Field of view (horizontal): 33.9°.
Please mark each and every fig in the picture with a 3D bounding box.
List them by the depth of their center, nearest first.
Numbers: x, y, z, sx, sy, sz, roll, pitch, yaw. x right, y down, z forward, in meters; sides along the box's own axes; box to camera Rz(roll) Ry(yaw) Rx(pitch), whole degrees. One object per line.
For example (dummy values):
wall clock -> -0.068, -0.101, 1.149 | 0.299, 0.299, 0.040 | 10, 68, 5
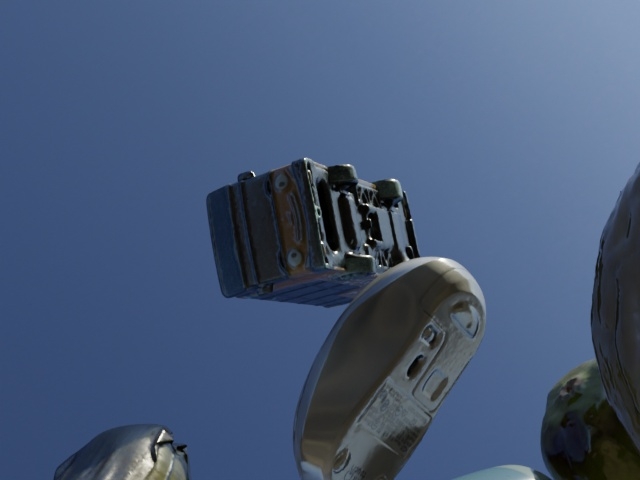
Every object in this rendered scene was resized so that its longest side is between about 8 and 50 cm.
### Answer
fig -> 0.457, 0.305, 1.553 | 0.271, 0.239, 0.239 | 45, -122, -15

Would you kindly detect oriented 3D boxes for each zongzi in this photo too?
zongzi -> -0.246, 0.256, 0.940 | 0.300, 0.138, 0.286 | 46, -144, -39

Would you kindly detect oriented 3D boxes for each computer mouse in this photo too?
computer mouse -> 0.062, 0.143, 1.159 | 0.297, 0.121, 0.184 | -56, -35, -3

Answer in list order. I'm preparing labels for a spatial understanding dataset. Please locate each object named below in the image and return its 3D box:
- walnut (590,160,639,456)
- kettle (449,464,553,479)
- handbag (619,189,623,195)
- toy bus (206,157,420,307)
walnut -> 0.230, 0.035, 0.461 | 0.228, 0.228, 0.228 | 9, -107, -31
kettle -> 0.180, 0.419, 1.348 | 0.342, 0.319, 0.247 | -1, -126, -39
handbag -> 0.435, 0.022, 1.109 | 0.254, 0.181, 0.181 | 3, -86, 6
toy bus -> 0.000, 0.000, 1.443 | 0.323, 0.194, 0.162 | 12, -115, -61
